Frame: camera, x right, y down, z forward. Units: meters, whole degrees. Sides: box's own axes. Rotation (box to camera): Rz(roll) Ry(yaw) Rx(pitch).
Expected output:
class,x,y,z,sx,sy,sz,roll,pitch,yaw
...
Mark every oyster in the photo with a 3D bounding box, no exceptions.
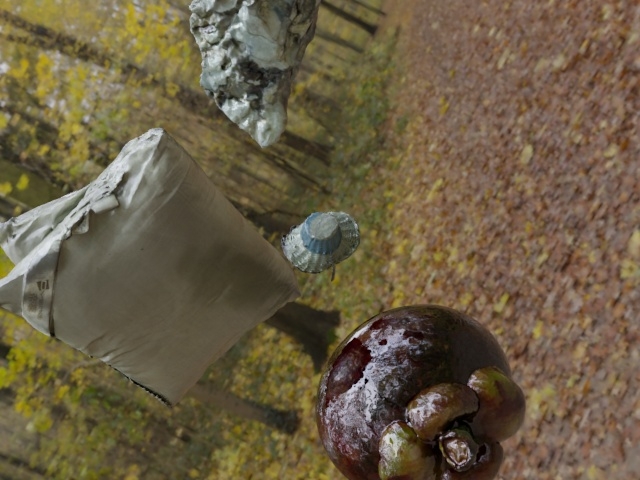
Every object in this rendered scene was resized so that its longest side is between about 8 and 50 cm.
class,x,y,z,sx,sy,sz,roll,pitch,yaw
oyster,-0.036,-0.224,0.615,0.252,0.087,0.199,-55,-26,1

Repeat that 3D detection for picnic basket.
class,x,y,z,sx,sy,sz,roll,pitch,yaw
picnic basket,0.000,0.000,0.791,0.083,0.065,0.083,-29,-23,-12

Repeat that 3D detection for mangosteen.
class,x,y,z,sx,sy,sz,roll,pitch,yaw
mangosteen,0.064,0.105,0.470,0.140,0.140,0.140,-62,5,10

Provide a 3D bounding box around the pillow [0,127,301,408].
class,x,y,z,sx,sy,sz,roll,pitch,yaw
pillow,-0.100,0.025,0.481,0.134,0.181,0.078,-38,46,0
